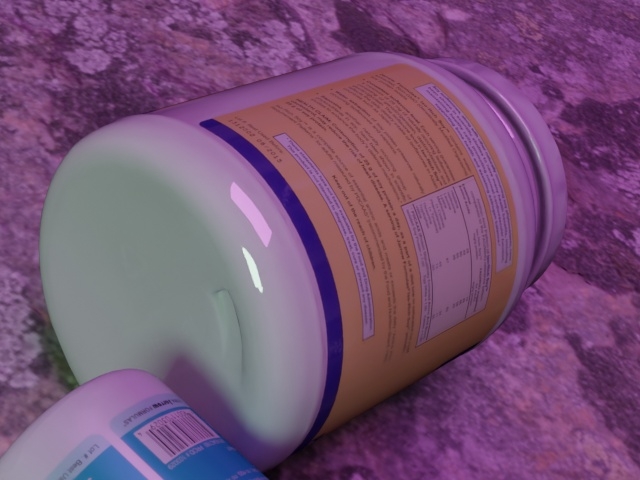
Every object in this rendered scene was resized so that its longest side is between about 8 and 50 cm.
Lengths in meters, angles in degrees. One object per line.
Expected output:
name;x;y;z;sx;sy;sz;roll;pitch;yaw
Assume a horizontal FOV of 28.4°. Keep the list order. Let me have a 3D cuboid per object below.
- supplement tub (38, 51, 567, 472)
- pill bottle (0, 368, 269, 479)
supplement tub;0.000;0.000;0.890;0.241;0.241;0.331;44;41;22
pill bottle;-0.058;0.203;0.695;0.264;0.146;0.146;40;40;18
